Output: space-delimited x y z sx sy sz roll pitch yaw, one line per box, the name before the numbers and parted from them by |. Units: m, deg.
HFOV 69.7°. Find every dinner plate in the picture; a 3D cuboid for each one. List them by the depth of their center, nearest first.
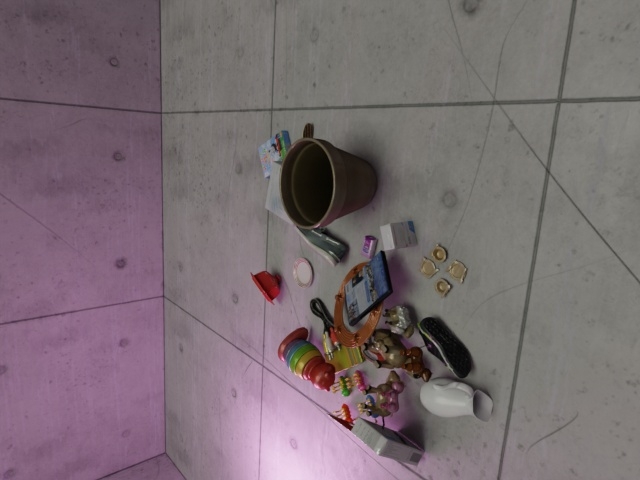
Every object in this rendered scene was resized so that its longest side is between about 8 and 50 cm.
dinner plate | -0.079 0.150 2.119 0.141 0.017 0.141 9 102 48

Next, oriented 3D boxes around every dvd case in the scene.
dvd case | 0.169 0.177 1.674 0.253 0.022 0.180 -49 34 40

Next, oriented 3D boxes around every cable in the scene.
cable | 0.023 0.360 1.977 0.139 0.072 0.287 -54 54 41

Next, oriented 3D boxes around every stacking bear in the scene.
stacking bear | -0.044 0.535 1.999 0.289 0.164 0.175 31 127 45

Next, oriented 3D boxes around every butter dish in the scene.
butter dish | -0.250 0.212 2.261 0.160 0.118 0.160 48 170 32

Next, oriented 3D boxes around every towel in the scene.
towel | 0.099 0.498 1.959 0.237 0.021 0.102 -40 60 46

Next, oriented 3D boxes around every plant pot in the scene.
plant pot | 0.048 -0.214 1.716 0.323 0.280 0.323 10 104 48

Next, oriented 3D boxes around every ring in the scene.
ring | 0.133 0.242 1.765 0.336 0.032 0.336 -43 38 47

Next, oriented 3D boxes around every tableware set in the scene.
tableware set | 0.404 0.099 1.543 0.168 0.020 0.141 51 130 32

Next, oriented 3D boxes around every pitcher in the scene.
pitcher | 0.417 0.496 1.477 0.207 0.125 0.177 -6 131 47

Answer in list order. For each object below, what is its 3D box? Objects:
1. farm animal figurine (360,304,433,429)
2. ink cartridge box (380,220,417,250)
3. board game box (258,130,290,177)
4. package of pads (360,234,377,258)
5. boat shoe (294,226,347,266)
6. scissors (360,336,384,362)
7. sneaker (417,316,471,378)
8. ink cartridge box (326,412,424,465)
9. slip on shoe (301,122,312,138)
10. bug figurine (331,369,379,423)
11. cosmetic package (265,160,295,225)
farm animal figurine | 0.268 0.443 1.634 0.330 0.172 0.326 -56 37 32
ink cartridge box | 0.272 -0.016 1.603 0.052 0.123 0.088 -16 83 49
board game box | -0.212 -0.405 2.182 0.211 0.039 0.160 -21 80 50
package of pads | 0.187 0.026 1.778 0.050 0.032 0.083 29 116 41
boat shoe | 0.000 0.000 1.971 0.099 0.116 0.319 -43 42 -6
scissors | 0.270 0.462 1.752 0.297 0.021 0.109 31 109 40
sneaker | 0.412 0.361 1.545 0.234 0.084 0.097 57 156 30
ink cartridge box | 0.200 0.698 1.667 0.261 0.296 0.066 22 78 45
slip on shoe | -0.064 -0.442 1.999 0.041 0.052 0.135 32 125 56
bug figurine | 0.143 0.650 1.887 0.279 0.072 0.216 -42 58 49
cosmetic package | -0.116 -0.210 2.021 0.225 0.138 0.224 31 118 41
